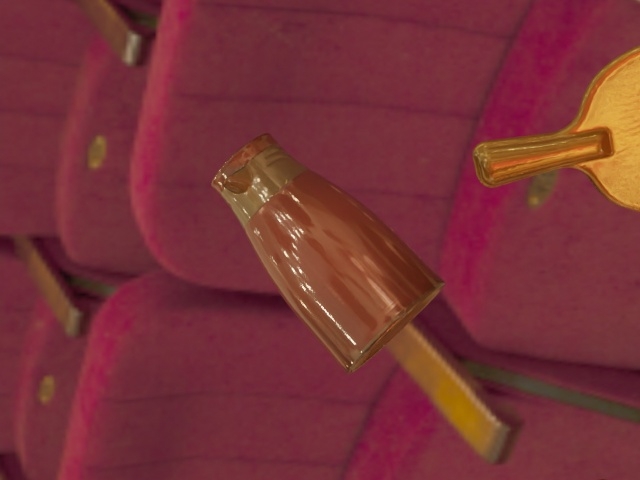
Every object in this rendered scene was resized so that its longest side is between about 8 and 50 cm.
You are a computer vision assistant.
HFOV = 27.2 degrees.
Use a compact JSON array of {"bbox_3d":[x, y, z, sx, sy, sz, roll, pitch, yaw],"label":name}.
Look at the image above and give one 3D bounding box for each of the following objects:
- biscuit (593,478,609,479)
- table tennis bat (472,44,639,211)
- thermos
[{"bbox_3d":[0.243,0.258,1.105,0.301,0.197,0.049,-44,46,8],"label":"biscuit"},{"bbox_3d":[0.326,-0.111,1.443,0.050,0.321,0.198,-90,-12,-67],"label":"table tennis bat"},{"bbox_3d":[0.000,0.000,1.461,0.265,0.176,0.146,48,111,10],"label":"thermos"}]
